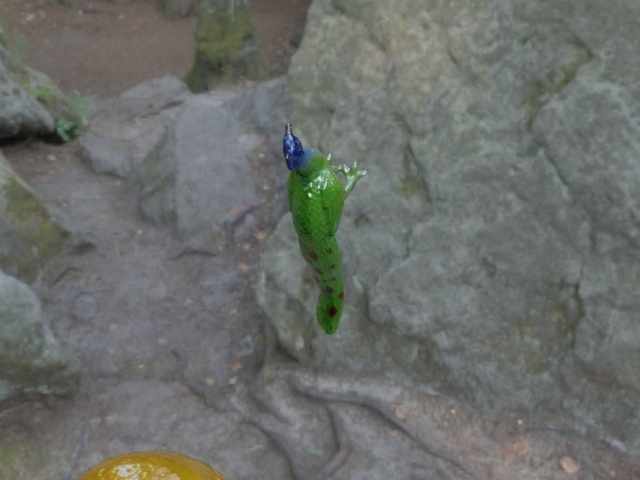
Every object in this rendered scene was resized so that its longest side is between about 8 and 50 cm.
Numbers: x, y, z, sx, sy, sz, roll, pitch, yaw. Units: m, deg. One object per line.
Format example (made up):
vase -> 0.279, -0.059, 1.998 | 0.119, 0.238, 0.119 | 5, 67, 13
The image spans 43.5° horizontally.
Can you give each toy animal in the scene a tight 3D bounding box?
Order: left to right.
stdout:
toy animal -> 0.006, -0.014, 0.592 | 0.041, 0.216, 0.075 | 13, 57, 18

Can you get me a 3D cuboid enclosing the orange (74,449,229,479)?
orange -> -0.115, 0.236, 0.571 | 0.155, 0.177, 0.177 | -17, 30, -10
